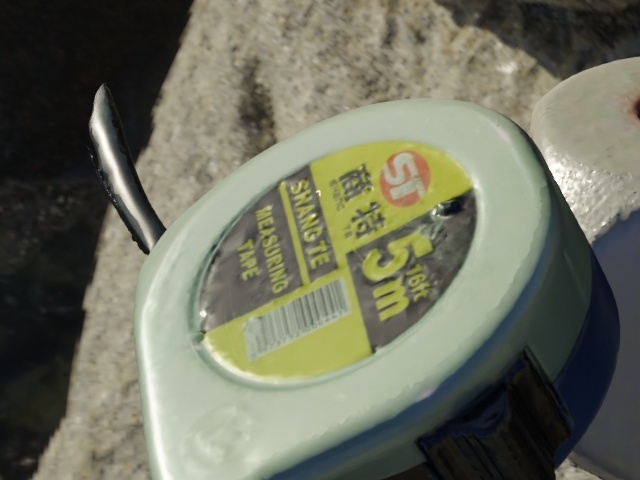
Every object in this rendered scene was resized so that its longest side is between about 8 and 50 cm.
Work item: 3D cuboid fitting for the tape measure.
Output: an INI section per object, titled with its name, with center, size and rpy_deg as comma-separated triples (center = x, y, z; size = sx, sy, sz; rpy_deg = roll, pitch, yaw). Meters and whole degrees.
[tape measure]
center = 0.000, 0.000, 0.673
size = 0.215, 0.098, 0.351
rpy_deg = -27, 40, 8

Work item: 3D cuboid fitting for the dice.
[dice]
center = 0.274, 0.017, 1.080
size = 0.243, 0.259, 0.251
rpy_deg = -2, 117, 3
